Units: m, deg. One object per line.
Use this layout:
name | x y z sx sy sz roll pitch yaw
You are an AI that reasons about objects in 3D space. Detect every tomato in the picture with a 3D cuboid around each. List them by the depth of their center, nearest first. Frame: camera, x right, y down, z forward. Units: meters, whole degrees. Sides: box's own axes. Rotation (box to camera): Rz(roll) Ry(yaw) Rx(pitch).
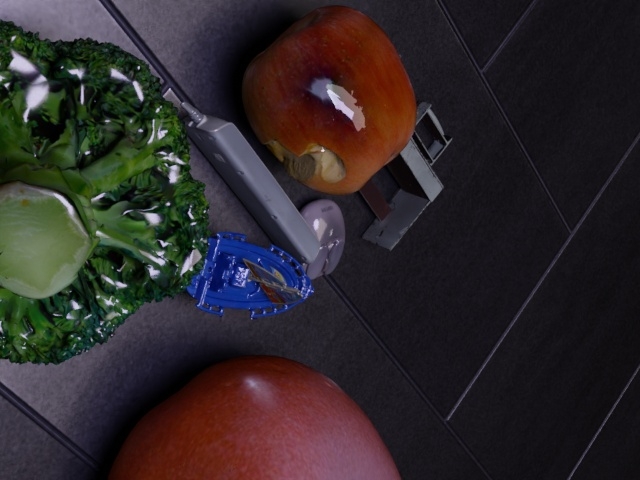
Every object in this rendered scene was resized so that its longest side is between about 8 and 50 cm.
tomato | -0.053 0.298 1.246 0.341 0.272 0.342 -15 112 -39

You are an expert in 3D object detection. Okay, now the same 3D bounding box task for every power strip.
power strip | -0.075 -0.062 1.259 0.027 0.060 0.253 -51 132 -17

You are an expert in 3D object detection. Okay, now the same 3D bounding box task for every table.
table | 0.083 -0.104 1.393 0.175 0.062 0.146 -51 131 -15

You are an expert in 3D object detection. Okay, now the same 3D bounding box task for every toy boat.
toy boat | -0.060 0.046 1.273 0.175 0.110 0.091 14 94 -46

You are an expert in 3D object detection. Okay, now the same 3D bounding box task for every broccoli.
broccoli | -0.227 -0.023 0.980 0.297 0.297 0.298 -4 111 -10

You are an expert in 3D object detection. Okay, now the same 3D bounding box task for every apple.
apple | 0.012 -0.137 1.232 0.199 0.199 0.199 -15 113 -39

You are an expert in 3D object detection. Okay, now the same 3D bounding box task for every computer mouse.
computer mouse | 0.002 0.000 1.364 0.066 0.039 0.096 -15 114 -39
